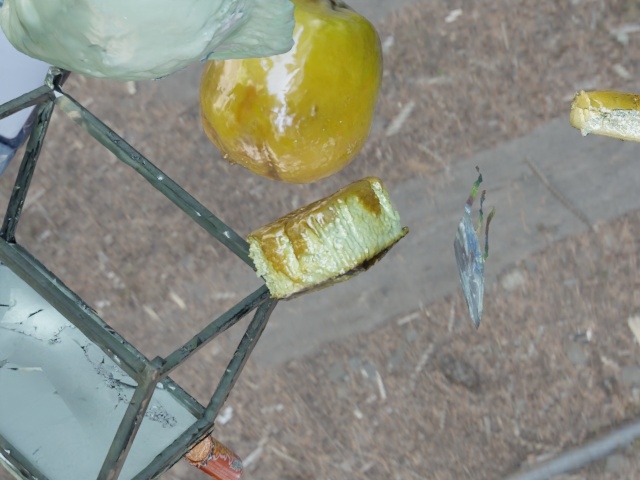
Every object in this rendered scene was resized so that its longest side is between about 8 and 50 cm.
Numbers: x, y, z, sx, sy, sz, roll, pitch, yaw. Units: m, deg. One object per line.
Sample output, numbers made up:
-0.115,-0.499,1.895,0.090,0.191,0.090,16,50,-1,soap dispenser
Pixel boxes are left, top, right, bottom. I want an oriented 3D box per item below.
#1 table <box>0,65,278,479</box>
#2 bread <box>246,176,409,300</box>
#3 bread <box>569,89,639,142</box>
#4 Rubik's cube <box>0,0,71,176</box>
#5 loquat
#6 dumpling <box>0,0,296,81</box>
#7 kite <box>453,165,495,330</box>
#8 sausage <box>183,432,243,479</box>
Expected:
-0.249,0.057,1.226,0.335,0.272,0.222,38,41,13,table
0.000,0.000,1.085,0.128,0.140,0.069,-24,97,33,bread
0.312,-0.128,1.273,0.106,0.072,0.053,13,101,4,bread
-0.494,-0.223,1.363,0.318,0.316,0.313,-53,39,10,Rubik's cube
-0.045,-0.227,1.793,0.276,0.276,0.284,28,100,29,loquat
-0.100,-0.125,0.667,0.216,0.149,0.105,-4,41,53,dumpling
0.253,0.007,1.992,0.015,0.169,0.310,-8,27,21,kite
-0.129,0.279,1.548,0.050,0.145,0.048,27,76,26,sausage
